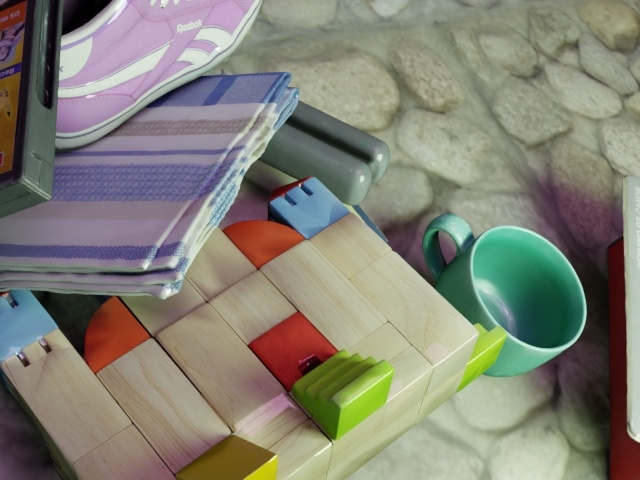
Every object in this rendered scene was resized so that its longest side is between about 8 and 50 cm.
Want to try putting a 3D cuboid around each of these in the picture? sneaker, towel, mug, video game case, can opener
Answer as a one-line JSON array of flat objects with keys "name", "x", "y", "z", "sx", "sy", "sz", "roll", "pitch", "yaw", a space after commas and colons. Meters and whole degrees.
[{"name": "sneaker", "x": -0.129, "y": -0.203, "z": 0.778, "sx": 0.102, "sy": 0.161, "sz": 0.282, "roll": 34, "pitch": 57, "yaw": 8}, {"name": "towel", "x": -0.150, "y": -0.054, "z": 0.762, "sx": 0.209, "sy": 0.034, "sz": 0.285, "roll": 1, "pitch": 37, "yaw": 20}, {"name": "mug", "x": 0.168, "y": 0.053, "z": 0.921, "sx": 0.129, "sy": 0.097, "sz": 0.158, "roll": -4, "pitch": 63, "yaw": -30}, {"name": "video game case", "x": -0.301, "y": -0.100, "z": 0.678, "sx": 0.035, "sy": 0.275, "sz": 0.248, "roll": 44, "pitch": 34, "yaw": -54}, {"name": "can opener", "x": -0.066, "y": -0.136, "z": 0.882, "sx": 0.283, "sy": 0.095, "sz": 0.076, "roll": 28, "pitch": 47, "yaw": 15}]

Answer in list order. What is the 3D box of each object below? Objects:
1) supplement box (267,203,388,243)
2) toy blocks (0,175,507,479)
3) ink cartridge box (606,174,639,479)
[{"name": "supplement box", "x": 0.000, "y": 0.000, "z": 0.889, "sx": 0.083, "sy": 0.056, "sz": 0.083, "roll": -33, "pitch": 81, "yaw": -38}, {"name": "toy blocks", "x": -0.078, "y": 0.081, "z": 0.732, "sx": 0.381, "sy": 0.191, "sz": 0.261, "roll": -32, "pitch": 62, "yaw": -26}, {"name": "ink cartridge box", "x": 0.385, "y": 0.122, "z": 0.975, "sx": 0.272, "sy": 0.130, "sz": 0.309, "roll": 22, "pitch": 53, "yaw": -13}]
